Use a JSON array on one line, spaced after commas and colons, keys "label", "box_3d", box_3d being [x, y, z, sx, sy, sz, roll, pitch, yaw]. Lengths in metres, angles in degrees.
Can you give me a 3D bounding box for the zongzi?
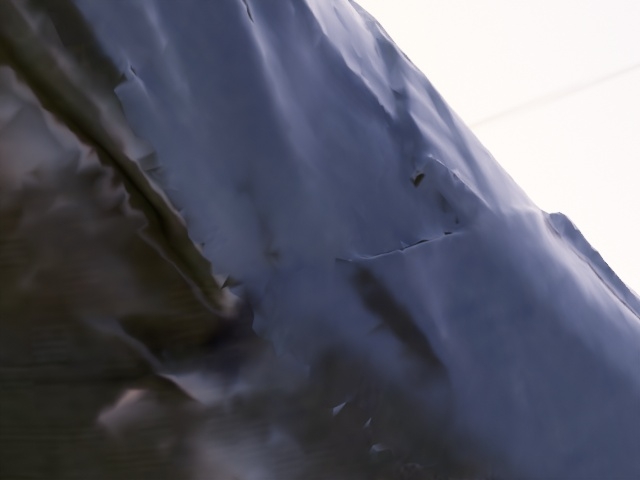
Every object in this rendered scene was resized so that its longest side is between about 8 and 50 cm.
[{"label": "zongzi", "box_3d": [0.000, 0.000, 0.385, 0.356, 0.392, 0.174, 85, 18, -45]}]
